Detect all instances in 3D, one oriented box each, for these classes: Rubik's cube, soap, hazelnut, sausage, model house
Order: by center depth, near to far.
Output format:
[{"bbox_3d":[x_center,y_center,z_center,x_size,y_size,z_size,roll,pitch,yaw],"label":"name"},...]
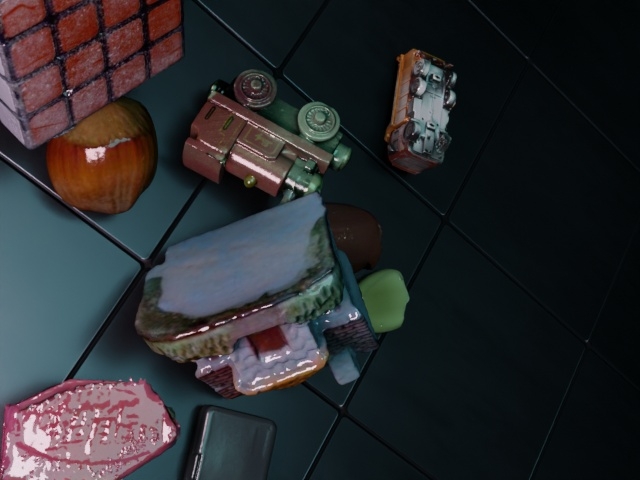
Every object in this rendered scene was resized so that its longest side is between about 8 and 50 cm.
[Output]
[{"bbox_3d":[-0.448,-0.418,1.456,0.337,0.344,0.344,41,60,18],"label":"Rubik's cube"},{"bbox_3d":[-0.379,0.319,1.537,0.289,0.112,0.182,6,78,-18],"label":"soap"},{"bbox_3d":[-0.368,-0.151,1.610,0.210,0.186,0.210,20,55,-30],"label":"hazelnut"},{"bbox_3d":[-0.092,0.166,1.628,0.360,0.297,0.339,-21,124,4],"label":"model house"},{"bbox_3d":[0.000,0.000,1.810,0.279,0.152,0.152,3,80,-30],"label":"sausage"}]

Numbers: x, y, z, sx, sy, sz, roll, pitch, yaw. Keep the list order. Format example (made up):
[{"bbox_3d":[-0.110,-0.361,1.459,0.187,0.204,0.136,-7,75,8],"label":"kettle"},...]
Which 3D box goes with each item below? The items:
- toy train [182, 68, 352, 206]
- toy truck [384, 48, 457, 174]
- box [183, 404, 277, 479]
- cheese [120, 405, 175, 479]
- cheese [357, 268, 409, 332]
[{"bbox_3d":[-0.100,-0.184,1.754,0.304,0.150,0.222,28,65,2],"label":"toy train"},{"bbox_3d":[0.215,-0.285,1.997,0.114,0.135,0.271,18,69,-24],"label":"toy truck"},{"bbox_3d":[-0.171,0.430,1.696,0.160,0.050,0.230,19,73,-26],"label":"box"},{"bbox_3d":[-0.334,0.367,1.621,0.097,0.037,0.192,36,65,-19],"label":"cheese"},{"bbox_3d":[0.074,0.150,1.886,0.255,0.050,0.127,-21,94,-29],"label":"cheese"}]
